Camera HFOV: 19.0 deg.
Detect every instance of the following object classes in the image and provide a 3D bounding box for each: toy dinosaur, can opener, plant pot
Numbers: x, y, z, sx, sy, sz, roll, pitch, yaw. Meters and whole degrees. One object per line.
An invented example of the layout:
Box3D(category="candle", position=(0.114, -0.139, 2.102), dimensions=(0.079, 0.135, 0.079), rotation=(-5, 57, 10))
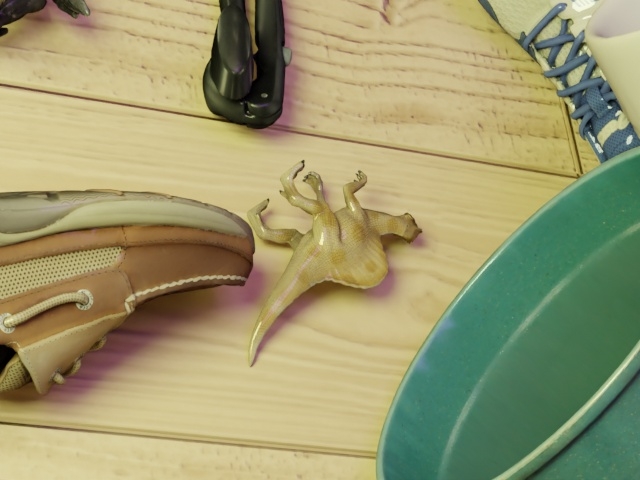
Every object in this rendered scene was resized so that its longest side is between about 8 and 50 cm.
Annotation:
Box3D(category="toy dinosaur", position=(0.000, 0.000, 1.238), dimensions=(0.092, 0.053, 0.183), rotation=(48, 49, 10))
Box3D(category="can opener", position=(-0.047, -0.148, 1.320), dimensions=(0.059, 0.073, 0.186), rotation=(12, 42, -9))
Box3D(category="plant pot", position=(0.218, 0.123, 1.135), dimensions=(0.255, 0.271, 0.271), rotation=(40, 47, -15))

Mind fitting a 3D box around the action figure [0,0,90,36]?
Box3D(category="action figure", position=(-0.243, -0.193, 1.198), dimensions=(0.276, 0.141, 0.164), rotation=(-28, 71, -35))

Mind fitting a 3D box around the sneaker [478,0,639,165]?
Box3D(category="sneaker", position=(0.224, -0.122, 1.403), dimensions=(0.296, 0.112, 0.131), rotation=(35, 49, 1))

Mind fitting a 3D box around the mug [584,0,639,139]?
Box3D(category="mug", position=(0.386, -0.086, 1.292), dimensions=(0.328, 0.276, 0.374), rotation=(58, 29, -12))

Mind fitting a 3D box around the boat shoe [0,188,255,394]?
Box3D(category="boat shoe", position=(-0.178, 0.029, 1.100), dimensions=(0.324, 0.123, 0.116), rotation=(-1, 91, -38))
